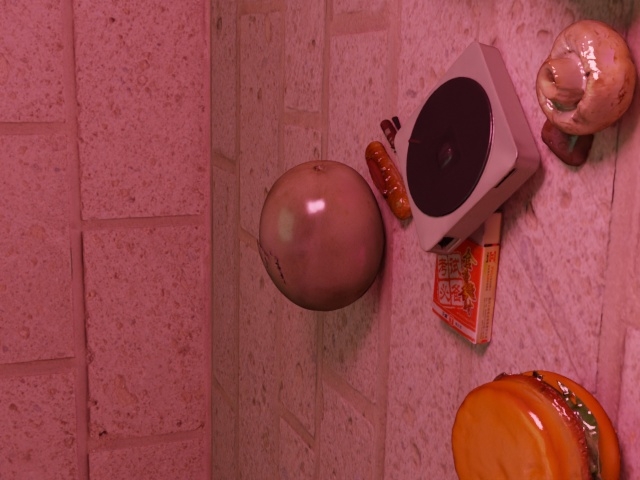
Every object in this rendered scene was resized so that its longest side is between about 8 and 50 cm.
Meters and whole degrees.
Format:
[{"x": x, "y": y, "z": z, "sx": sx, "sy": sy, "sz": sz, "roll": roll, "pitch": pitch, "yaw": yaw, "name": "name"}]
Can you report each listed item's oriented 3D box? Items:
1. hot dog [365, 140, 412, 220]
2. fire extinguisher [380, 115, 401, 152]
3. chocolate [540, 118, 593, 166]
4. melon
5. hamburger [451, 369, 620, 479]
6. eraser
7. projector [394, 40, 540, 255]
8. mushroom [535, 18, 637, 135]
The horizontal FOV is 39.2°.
[{"x": 0.132, "y": -0.119, "z": 1.812, "sx": 0.066, "sy": 0.047, "sz": 0.215, "roll": 103, "pitch": 154, "yaw": -43, "name": "hot dog"}, {"x": 0.151, "y": -0.213, "z": 1.787, "sx": 0.046, "sy": 0.032, "sz": 0.100, "roll": -43, "pitch": 43, "yaw": 19, "name": "fire extinguisher"}, {"x": 0.341, "y": -0.148, "z": 1.271, "sx": 0.100, "sy": 0.031, "sz": 0.064, "roll": -119, "pitch": 37, "yaw": -53, "name": "chocolate"}, {"x": 0.000, "y": 0.000, "z": 1.874, "sx": 0.268, "sy": 0.269, "sz": 0.330, "roll": -126, "pitch": 30, "yaw": -56, "name": "melon"}, {"x": 0.307, "y": 0.293, "z": 1.230, "sx": 0.246, "sy": 0.170, "sz": 0.246, "roll": 22, "pitch": 117, "yaw": 54, "name": "hamburger"}, {"x": 0.248, "y": 0.042, "z": 1.538, "sx": 0.157, "sy": 0.038, "sz": 0.230, "roll": -141, "pitch": 50, "yaw": -64, "name": "eraser"}, {"x": 0.232, "y": -0.145, "z": 1.455, "sx": 0.257, "sy": 0.079, "sz": 0.259, "roll": -49, "pitch": 41, "yaw": 43, "name": "projector"}, {"x": 0.339, "y": -0.208, "z": 1.154, "sx": 0.148, "sy": 0.112, "sz": 0.148, "roll": 169, "pitch": 90, "yaw": -74, "name": "mushroom"}]
